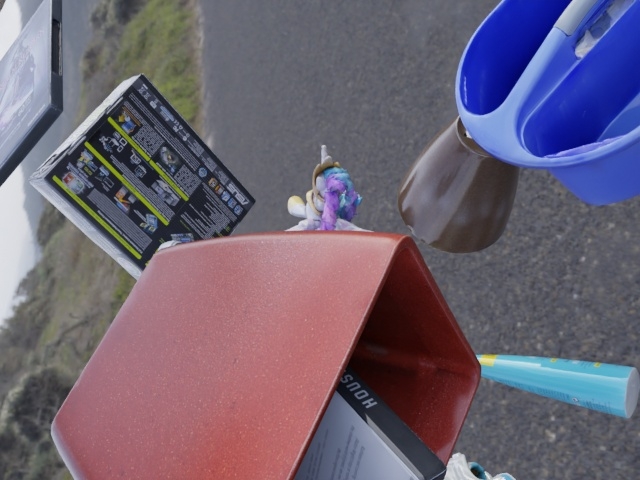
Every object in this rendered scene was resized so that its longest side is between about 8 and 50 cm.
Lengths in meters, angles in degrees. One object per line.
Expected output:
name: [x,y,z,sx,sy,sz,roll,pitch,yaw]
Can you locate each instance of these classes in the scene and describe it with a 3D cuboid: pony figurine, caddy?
pony figurine: [0.000,0.000,1.586,0.363,0.303,0.350,124,144,-75]
caddy: [0.301,-0.205,0.726,0.341,0.179,0.241,-49,48,6]

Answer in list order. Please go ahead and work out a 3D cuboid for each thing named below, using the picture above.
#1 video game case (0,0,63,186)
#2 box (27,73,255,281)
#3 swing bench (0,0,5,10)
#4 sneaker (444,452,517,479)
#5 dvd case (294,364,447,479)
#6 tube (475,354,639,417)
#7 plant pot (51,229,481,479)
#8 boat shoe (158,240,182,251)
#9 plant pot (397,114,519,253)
video game case: [-0.463,-0.239,1.102,0.196,0.026,0.274,-38,50,29]
box: [-0.249,-0.072,1.037,0.060,0.270,0.216,0,49,50]
swing bench: [-0.444,-0.357,0.725,0.253,0.165,0.254,50,160,33]
sneaker: [0.150,0.300,0.827,0.092,0.087,0.229,-58,24,-20]
dvd case: [-0.014,0.148,0.539,0.239,0.030,0.179,41,136,37]
tube: [0.239,0.150,0.783,0.207,0.080,0.052,4,74,37]
plant pot: [-0.048,0.144,0.577,0.236,0.267,0.267,15,67,31]
boat shoe: [-0.152,0.103,0.954,0.076,0.080,0.228,-18,86,20]
plant pot: [0.262,-0.125,1.244,0.230,0.216,0.215,99,173,-60]
